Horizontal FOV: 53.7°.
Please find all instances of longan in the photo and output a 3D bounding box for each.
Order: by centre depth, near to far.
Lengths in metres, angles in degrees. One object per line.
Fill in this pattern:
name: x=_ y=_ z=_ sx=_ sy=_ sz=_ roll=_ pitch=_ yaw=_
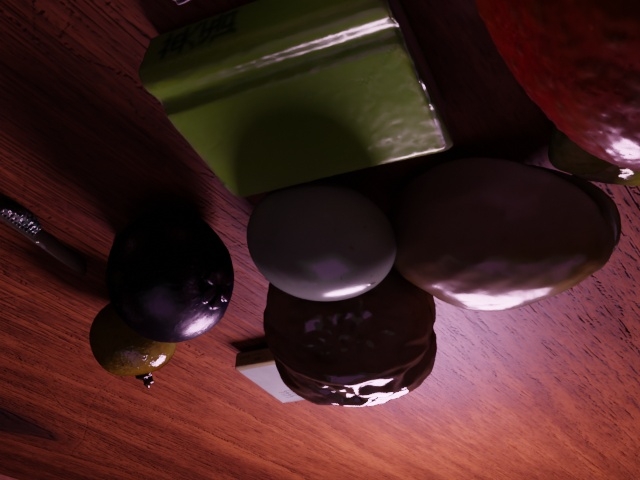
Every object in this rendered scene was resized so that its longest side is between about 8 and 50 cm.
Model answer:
longan: x=-0.326 y=0.180 z=1.117 sx=0.145 sy=0.176 sz=0.154 roll=-24 pitch=-168 yaw=-21

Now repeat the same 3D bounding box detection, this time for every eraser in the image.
eraser: x=-0.019 y=-0.159 z=0.677 sx=0.274 sy=0.092 sz=0.210 roll=-11 pitch=141 yaw=24

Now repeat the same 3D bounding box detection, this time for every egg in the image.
egg: x=0.000 y=0.000 z=0.782 sx=0.192 sy=0.149 sz=0.149 roll=9 pitch=147 yaw=20

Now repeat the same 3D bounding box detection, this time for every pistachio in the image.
pistachio: x=0.214 y=-0.012 z=0.786 sx=0.287 sy=0.166 sz=0.197 roll=-10 pitch=102 yaw=29

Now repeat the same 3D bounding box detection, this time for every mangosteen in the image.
mangosteen: x=-0.233 y=0.047 z=0.923 sx=0.230 sy=0.194 sz=0.194 roll=12 pitch=153 yaw=37

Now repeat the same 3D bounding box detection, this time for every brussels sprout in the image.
brussels sprout: x=0.318 y=-0.124 z=0.659 sx=0.155 sy=0.118 sz=0.155 roll=19 pitch=167 yaw=5

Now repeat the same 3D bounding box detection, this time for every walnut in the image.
walnut: x=0.039 y=0.125 z=0.941 sx=0.273 sy=0.227 sz=0.273 roll=8 pitch=147 yaw=5

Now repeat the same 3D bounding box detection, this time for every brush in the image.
brush: x=-0.429 y=-0.007 z=0.985 sx=0.027 sy=0.034 sz=0.190 roll=-27 pitch=134 yaw=14

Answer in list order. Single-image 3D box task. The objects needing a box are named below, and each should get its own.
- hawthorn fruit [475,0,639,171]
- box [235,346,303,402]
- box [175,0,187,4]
hawthorn fruit: x=0.237 y=-0.226 z=0.436 sx=0.369 sy=0.284 sz=0.285 roll=51 pitch=136 yaw=5
box: x=-0.010 y=0.261 z=1.286 sx=0.270 sy=0.045 sz=0.211 roll=-17 pitch=139 yaw=27
box: x=-0.107 y=-0.345 z=0.388 sx=0.173 sy=0.145 sz=0.333 roll=-15 pitch=139 yaw=22
